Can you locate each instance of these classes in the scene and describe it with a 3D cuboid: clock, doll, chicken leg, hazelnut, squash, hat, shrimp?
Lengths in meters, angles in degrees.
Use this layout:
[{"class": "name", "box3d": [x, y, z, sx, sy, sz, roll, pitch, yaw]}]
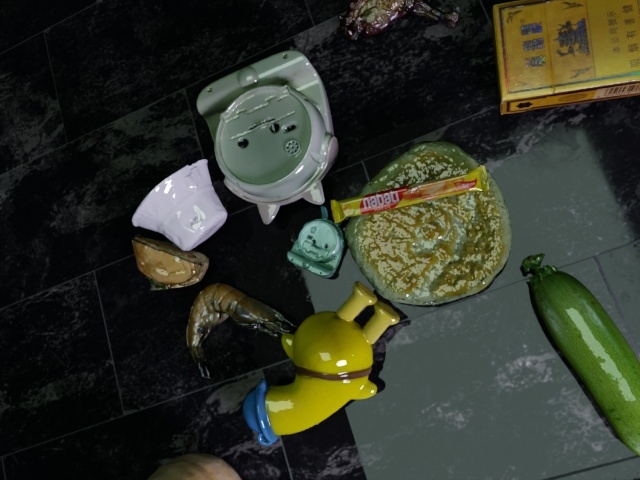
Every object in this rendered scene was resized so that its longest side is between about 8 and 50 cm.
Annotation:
[{"class": "clock", "box3d": [-0.098, -0.206, 1.168, 0.265, 0.108, 0.324, -20, 75, 12]}, {"class": "doll", "box3d": [-0.002, 0.249, 1.048, 0.199, 0.145, 0.363, 40, 102, 7]}, {"class": "clock", "box3d": [0.000, 0.000, 1.139, 0.101, 0.041, 0.135, 23, 88, 19]}, {"class": "chicken leg", "box3d": [0.160, -0.475, 1.170, 0.253, 0.051, 0.106, 0, 87, 16]}, {"class": "hazelnut", "box3d": [-0.229, 0.518, 1.015, 0.241, 0.261, 0.261, 25, 88, 18]}, {"class": "squash", "box3d": [0.458, 0.184, 0.941, 0.101, 0.101, 0.378, -31, 72, 10]}, {"class": "hat", "box3d": [-0.276, -0.058, 1.179, 0.203, 0.203, 0.126, -41, 91, 7]}, {"class": "shrimp", "box3d": [-0.167, 0.207, 1.155, 0.262, 0.051, 0.198, 19, 93, 22]}]

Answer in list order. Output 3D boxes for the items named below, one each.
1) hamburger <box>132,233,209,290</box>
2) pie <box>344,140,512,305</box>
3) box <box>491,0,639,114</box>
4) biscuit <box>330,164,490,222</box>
[{"class": "hamburger", "box3d": [-0.326, 0.056, 1.212, 0.176, 0.087, 0.102, 18, 108, 7]}, {"class": "pie", "box3d": [0.206, -0.025, 1.070, 0.323, 0.070, 0.323, -2, 80, 14]}, {"class": "box", "box3d": [0.476, -0.352, 1.034, 0.301, 0.084, 0.193, -5, 79, 16]}, {"class": "biscuit", "box3d": [0.160, -0.083, 1.042, 0.292, 0.026, 0.048, -12, 99, 12]}]
